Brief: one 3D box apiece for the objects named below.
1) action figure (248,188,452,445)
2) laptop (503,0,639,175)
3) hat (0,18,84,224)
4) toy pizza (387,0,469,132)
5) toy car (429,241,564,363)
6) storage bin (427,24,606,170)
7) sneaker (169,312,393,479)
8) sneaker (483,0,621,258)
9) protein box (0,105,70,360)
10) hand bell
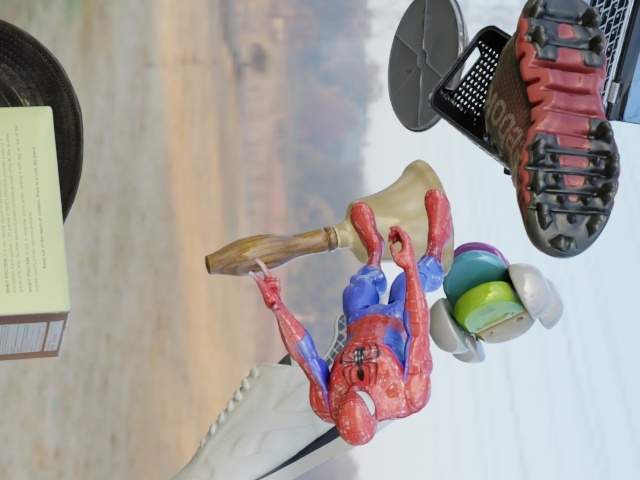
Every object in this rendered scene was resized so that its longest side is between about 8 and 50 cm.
[{"bbox_3d":[0.030,0.022,1.080,0.280,0.092,0.139,-76,151,-57],"label":"action figure"},{"bbox_3d":[0.459,-0.266,1.986,0.408,0.236,0.382,-30,138,-47],"label":"laptop"},{"bbox_3d":[-0.430,-0.092,1.813,0.134,0.331,0.331,-53,149,-67],"label":"hat"},{"bbox_3d":[0.152,-0.246,2.193,0.201,0.032,0.201,-24,-117,60],"label":"toy pizza"},{"bbox_3d":[0.213,0.068,2.050,0.182,0.159,0.136,33,33,-65],"label":"toy car"},{"bbox_3d":[0.219,-0.151,1.805,0.122,0.084,0.180,-52,-143,5],"label":"storage bin"},{"bbox_3d":[-0.042,0.148,1.266,0.094,0.235,0.090,59,16,3],"label":"sneaker"},{"bbox_3d":[0.214,-0.094,1.510,0.135,0.098,0.276,125,-29,-57],"label":"sneaker"},{"bbox_3d":[-0.337,-0.001,1.430,0.136,0.201,0.199,121,-38,-64],"label":"protein box"},{"bbox_3d":[0.000,0.000,1.620,0.126,0.242,0.126,169,-90,-73],"label":"hand bell"}]
